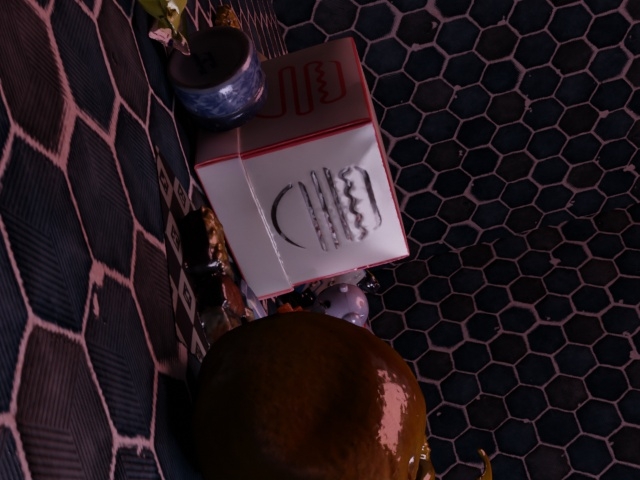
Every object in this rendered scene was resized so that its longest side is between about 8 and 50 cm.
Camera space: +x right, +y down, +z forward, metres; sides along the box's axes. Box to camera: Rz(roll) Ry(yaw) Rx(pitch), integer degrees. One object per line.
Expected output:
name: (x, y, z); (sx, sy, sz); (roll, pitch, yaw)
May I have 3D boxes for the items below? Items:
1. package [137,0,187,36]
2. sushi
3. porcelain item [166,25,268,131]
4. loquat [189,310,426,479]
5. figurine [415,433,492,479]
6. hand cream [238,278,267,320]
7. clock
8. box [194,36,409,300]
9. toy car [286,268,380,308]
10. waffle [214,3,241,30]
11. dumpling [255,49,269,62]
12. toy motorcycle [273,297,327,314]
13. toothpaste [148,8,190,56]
package: (-0.251, -0.421, 1.303); (0.168, 0.090, 0.226); (61, 12, -56)
sushi: (-0.145, 0.051, 1.288); (0.294, 0.059, 0.292); (64, 12, -59)
porcelain item: (-0.163, -0.256, 1.448); (0.114, 0.147, 0.147); (69, 9, -52)
loquat: (-0.017, 0.226, 1.073); (0.276, 0.283, 0.276); (-165, -90, -90)
figurine: (0.157, 0.609, 1.904); (0.401, 0.268, 0.387); (-13, 106, -52)
hand cream: (-0.088, 0.187, 1.532); (0.088, 0.055, 0.256); (-98, 166, -77)
clock: (0.044, 0.198, 1.967); (0.189, 0.188, 0.254); (-98, 178, -50)
box: (-0.033, -0.133, 1.602); (0.312, 0.300, 0.314); (-98, 171, -51)
toy car: (0.004, 0.085, 2.085); (0.166, 0.198, 0.314); (41, -9, 29)
waffle: (-0.197, -0.444, 2.057); (0.149, 0.051, 0.194); (-12, 87, -83)
dumpling: (-0.145, -0.309, 1.854); (0.162, 0.132, 0.250); (64, -7, -34)
toy motorcycle: (-0.012, 0.239, 1.756); (0.221, 0.147, 0.326); (53, -8, 28)
toothpaste: (-0.248, -0.393, 1.461); (0.078, 0.047, 0.248); (24, 41, -36)
